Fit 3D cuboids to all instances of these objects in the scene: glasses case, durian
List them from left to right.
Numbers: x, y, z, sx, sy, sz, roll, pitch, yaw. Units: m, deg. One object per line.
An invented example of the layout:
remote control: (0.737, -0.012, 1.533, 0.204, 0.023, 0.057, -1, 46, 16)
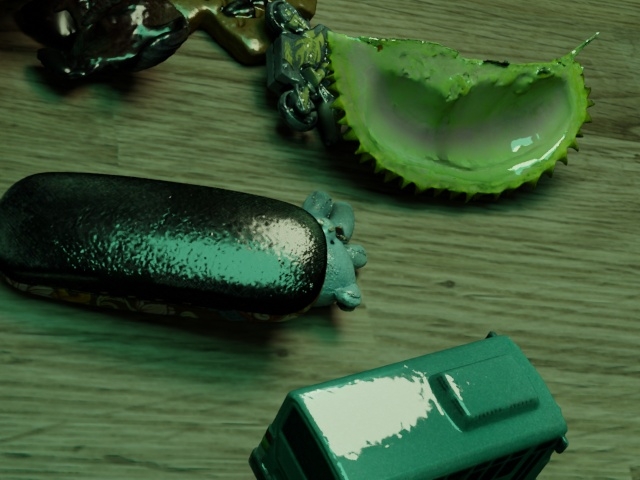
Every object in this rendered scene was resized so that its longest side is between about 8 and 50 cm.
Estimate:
glasses case: (-0.153, 0.006, 1.210, 0.321, 0.082, 0.122, 7, 54, -1)
durian: (0.164, -0.147, 1.457, 0.356, 0.169, 0.157, -3, 48, -24)

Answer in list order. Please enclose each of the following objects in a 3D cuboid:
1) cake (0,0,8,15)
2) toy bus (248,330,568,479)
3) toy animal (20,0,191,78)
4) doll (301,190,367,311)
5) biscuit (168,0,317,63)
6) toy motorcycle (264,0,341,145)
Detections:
cake: (-0.341, -0.351, 1.354, 0.293, 0.199, 0.196, -35, 102, -38)
toy bus: (0.085, 0.177, 1.102, 0.256, 0.147, 0.128, -12, 56, -31)
toy animal: (-0.232, -0.233, 1.440, 0.219, 0.116, 0.179, 19, 8, 31)
doll: (0.001, -0.003, 1.316, 0.120, 0.075, 0.179, 18, 43, 2)
biscuit: (-0.149, -0.334, 1.585, 0.302, 0.043, 0.278, 11, 46, -14)
toy motorcycle: (-0.008, -0.198, 1.502, 0.124, 0.061, 0.193, 15, 53, -35)
